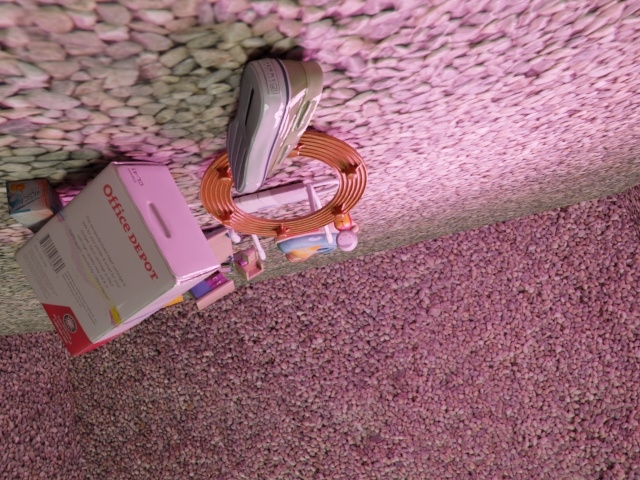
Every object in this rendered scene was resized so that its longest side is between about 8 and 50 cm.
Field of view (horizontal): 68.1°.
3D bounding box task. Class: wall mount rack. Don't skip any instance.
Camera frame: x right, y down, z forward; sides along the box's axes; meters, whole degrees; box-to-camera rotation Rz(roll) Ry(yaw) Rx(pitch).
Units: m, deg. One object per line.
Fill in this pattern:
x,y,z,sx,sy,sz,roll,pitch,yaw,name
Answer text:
-0.100,-0.049,1.226,0.350,0.130,0.304,-13,171,5,wall mount rack

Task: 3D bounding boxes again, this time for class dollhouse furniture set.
-0.359,0.017,1.502,0.286,0.198,0.303,-32,148,-25,dollhouse furniture set

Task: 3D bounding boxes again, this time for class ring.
-0.068,-0.091,0.945,0.336,0.032,0.336,-8,151,-4,ring

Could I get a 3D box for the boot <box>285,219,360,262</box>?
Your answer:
0.000,0.000,1.852,0.236,0.089,0.269,-22,176,-22,boot

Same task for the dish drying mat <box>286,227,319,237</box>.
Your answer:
-0.047,-0.021,1.114,0.083,0.008,0.032,-12,167,7,dish drying mat

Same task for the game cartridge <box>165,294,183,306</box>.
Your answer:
-0.548,0.105,1.269,0.285,0.053,0.324,-18,141,-14,game cartridge

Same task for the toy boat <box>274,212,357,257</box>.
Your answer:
-0.001,-0.009,1.559,0.267,0.148,0.318,-6,169,-37,toy boat

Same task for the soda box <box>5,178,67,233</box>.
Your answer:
-0.503,-0.054,0.857,0.063,0.058,0.183,-10,170,-17,soda box

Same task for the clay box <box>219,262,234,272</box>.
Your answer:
-0.502,0.144,2.131,0.127,0.053,0.222,-3,166,-45,clay box

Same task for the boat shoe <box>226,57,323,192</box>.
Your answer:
-0.075,-0.152,0.696,0.094,0.109,0.302,-11,169,-21,boat shoe

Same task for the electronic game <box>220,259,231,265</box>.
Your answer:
-0.436,0.073,1.784,0.229,0.048,0.229,-4,172,-1,electronic game

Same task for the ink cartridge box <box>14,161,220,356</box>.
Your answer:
-0.363,0.035,0.842,0.306,0.226,0.131,-31,177,23,ink cartridge box
